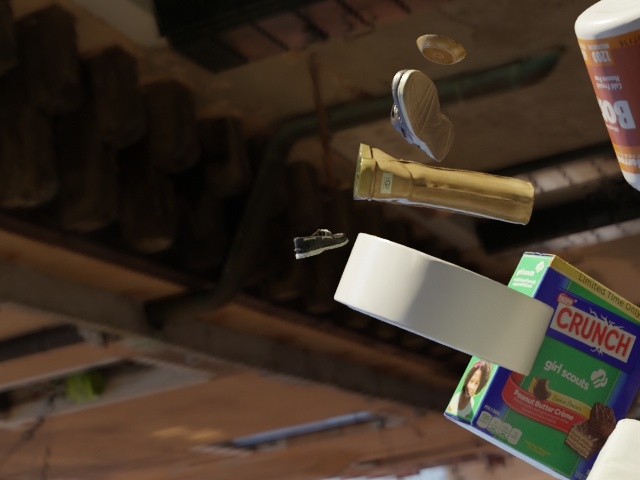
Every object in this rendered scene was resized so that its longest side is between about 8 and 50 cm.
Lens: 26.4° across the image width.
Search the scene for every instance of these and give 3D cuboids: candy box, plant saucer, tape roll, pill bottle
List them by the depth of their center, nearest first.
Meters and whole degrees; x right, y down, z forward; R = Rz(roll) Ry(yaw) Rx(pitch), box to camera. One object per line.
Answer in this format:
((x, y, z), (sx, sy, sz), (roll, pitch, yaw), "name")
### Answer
((0.319, -0.119, 1.236), (0.216, 0.121, 0.121), (68, -158, -16), "pill bottle")
((0.164, 0.086, 1.834), (0.286, 0.286, 0.100), (24, -93, -64), "tape roll")
((0.195, -0.306, 2.216), (0.083, 0.083, 0.015), (43, -120, -55), "plant saucer")
((0.401, 0.219, 2.310), (0.268, 0.122, 0.317), (30, -99, -20), "candy box")

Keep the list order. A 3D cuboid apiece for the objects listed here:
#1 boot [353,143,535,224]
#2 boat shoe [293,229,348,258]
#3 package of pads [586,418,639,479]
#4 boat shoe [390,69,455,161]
((0.190, -0.083, 2.174), (0.236, 0.269, 0.089), (-89, 7, -77), "boot")
((0.000, 0.000, 2.332), (0.125, 0.046, 0.038), (-18, -83, -44), "boat shoe")
((0.412, 0.334, 1.452), (0.229, 0.296, 0.101), (-49, -26, -44), "package of pads")
((0.181, -0.244, 2.639), (0.103, 0.092, 0.285), (-64, -28, -11), "boat shoe")
